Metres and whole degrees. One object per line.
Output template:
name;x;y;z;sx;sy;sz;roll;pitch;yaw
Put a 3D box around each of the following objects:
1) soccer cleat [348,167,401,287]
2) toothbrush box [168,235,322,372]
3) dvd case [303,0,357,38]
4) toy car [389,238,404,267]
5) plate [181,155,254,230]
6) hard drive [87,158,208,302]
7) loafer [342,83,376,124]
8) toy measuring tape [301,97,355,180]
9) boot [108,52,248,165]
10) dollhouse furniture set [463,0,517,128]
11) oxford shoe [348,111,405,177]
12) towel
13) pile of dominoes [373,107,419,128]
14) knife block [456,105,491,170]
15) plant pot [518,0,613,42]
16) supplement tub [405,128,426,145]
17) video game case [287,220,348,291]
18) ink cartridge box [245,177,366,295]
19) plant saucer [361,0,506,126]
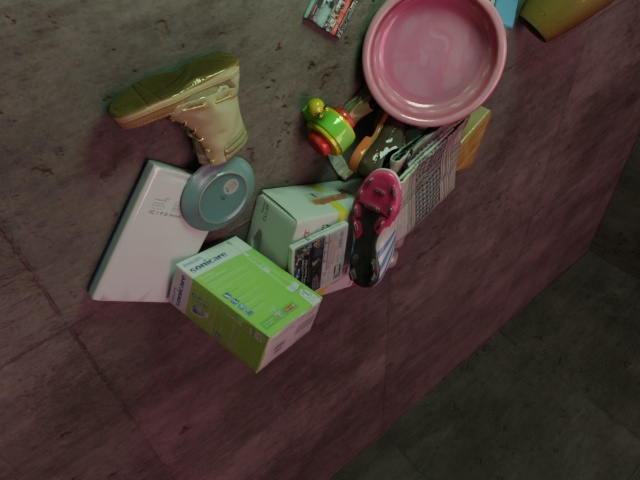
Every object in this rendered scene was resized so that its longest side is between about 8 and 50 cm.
soccer cleat;0.142;-0.039;1.404;0.143;0.116;0.331;-40;145;-56
toothbrush box;-0.174;0.137;1.272;0.206;0.283;0.122;-31;150;-51
dvd case;0.023;-0.496;1.179;0.119;0.013;0.087;6;117;-52
toy car;0.179;-0.010;1.726;0.136;0.159;0.182;-63;168;-56
plate;-0.216;-0.097;1.201;0.188;0.024;0.188;-29;140;-28
hard drive;-0.346;-0.008;1.194;0.210;0.040;0.319;10;114;-53
loafer;0.103;-0.338;1.386;0.148;0.050;0.056;-54;146;5
toy measuring tape;0.047;-0.231;1.368;0.121;0.121;0.330;-46;146;-7
boot;-0.256;-0.221;1.051;0.262;0.095;0.203;-36;145;-28
dollhouse furniture set;0.376;-0.519;1.518;0.286;0.198;0.303;110;1;-62
oxford shoe;0.185;-0.262;1.411;0.271;0.098;0.097;-53;162;-14
towel;0.291;-0.171;1.488;0.312;0.056;0.324;-39;146;-25
pile of dominoes;0.249;-0.334;1.567;0.251;0.040;0.196;-12;130;-42
knife block;0.399;-0.290;1.736;0.242;0.088;0.276;-19;136;-39
plant pot;0.717;-0.720;1.605;0.254;0.237;0.237;-45;149;21
supplement tub;0.288;-0.288;1.589;0.107;0.071;0.071;-14;132;-51
video game case;-0.009;0.056;1.370;0.173;0.022;0.190;-26;139;-31
ink cartridge box;0.000;0.000;1.490;0.384;0.160;0.279;-13;130;-42
plant saucer;0.265;-0.442;1.307;0.084;0.332;0.332;-76;-174;-63
